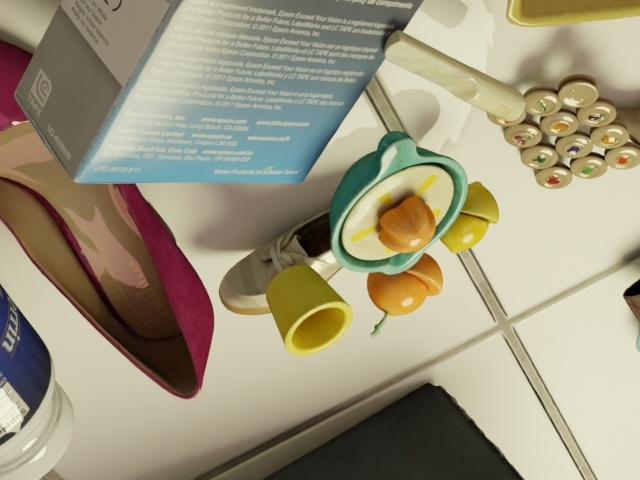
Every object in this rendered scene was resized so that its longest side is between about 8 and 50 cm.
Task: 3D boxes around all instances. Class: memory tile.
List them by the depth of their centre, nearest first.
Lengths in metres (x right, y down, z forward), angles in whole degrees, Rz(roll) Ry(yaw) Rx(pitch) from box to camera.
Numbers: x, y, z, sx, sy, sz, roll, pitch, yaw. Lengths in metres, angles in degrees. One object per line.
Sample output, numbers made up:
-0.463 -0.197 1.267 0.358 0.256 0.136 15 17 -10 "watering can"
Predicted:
0.234 -0.100 1.435 0.113 0.012 0.148 -15 141 28 "memory tile"

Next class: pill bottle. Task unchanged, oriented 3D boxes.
-0.329 0.107 1.341 0.153 0.153 0.265 -24 137 1 "pill bottle"

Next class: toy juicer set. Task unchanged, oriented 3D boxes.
0.095 -0.031 1.322 0.209 0.089 0.329 -4 135 -36 "toy juicer set"

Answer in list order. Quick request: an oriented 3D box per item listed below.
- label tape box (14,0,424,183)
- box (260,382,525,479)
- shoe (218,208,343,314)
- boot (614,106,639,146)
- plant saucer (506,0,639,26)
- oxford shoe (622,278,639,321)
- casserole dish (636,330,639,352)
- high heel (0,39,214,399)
-0.043 -0.203 1.142 0.249 0.115 0.348 -2 133 -47 "label tape box"
0.031 0.494 1.686 0.480 0.297 0.472 -29 136 -15 "box"
0.000 0.000 1.428 0.219 0.076 0.058 -26 138 -9 "shoe"
0.335 -0.127 1.466 0.118 0.042 0.087 28 111 -39 "boot"
0.314 -0.343 1.217 0.333 0.081 0.333 -8 135 -15 "plant saucer"
0.432 -0.006 1.580 0.098 0.097 0.271 37 100 -13 "oxford shoe"
0.438 0.084 1.708 0.188 0.037 0.114 -10 135 -12 "casserole dish"
-0.206 -0.019 1.247 0.127 0.181 0.377 -35 135 13 "high heel"
